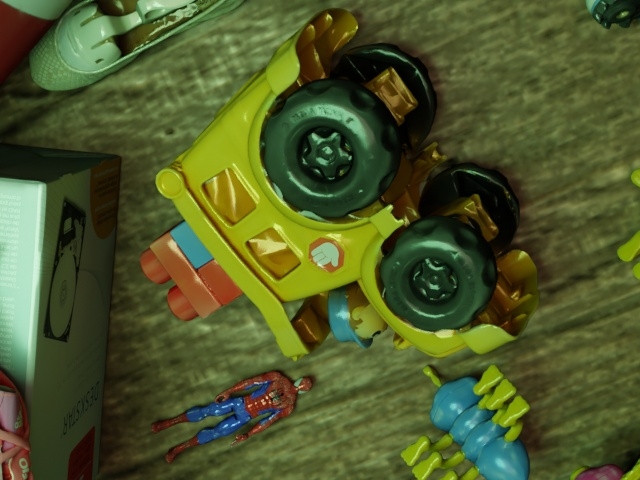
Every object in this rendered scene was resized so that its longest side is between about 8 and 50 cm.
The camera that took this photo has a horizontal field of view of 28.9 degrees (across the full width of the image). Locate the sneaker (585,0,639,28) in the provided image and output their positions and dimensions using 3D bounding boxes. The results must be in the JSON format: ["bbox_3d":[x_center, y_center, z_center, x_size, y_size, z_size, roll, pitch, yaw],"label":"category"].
[{"bbox_3d":[0.246,-0.227,0.752,0.237,0.085,0.086,-46,66,14],"label":"sneaker"}]

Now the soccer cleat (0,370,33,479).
[{"bbox_3d":[-0.185,0.131,0.663,0.095,0.083,0.248,-23,94,3],"label":"soccer cleat"}]

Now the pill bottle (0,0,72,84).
[{"bbox_3d":[-0.291,-0.152,0.734,0.229,0.229,0.407,43,100,-2],"label":"pill bottle"}]

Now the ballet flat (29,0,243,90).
[{"bbox_3d":[-0.124,-0.148,0.807,0.168,0.052,0.057,-26,96,9],"label":"ballet flat"}]

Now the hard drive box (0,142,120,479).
[{"bbox_3d":[-0.196,0.063,0.783,0.089,0.181,0.232,7,100,3],"label":"hard drive box"}]

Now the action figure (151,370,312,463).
[{"bbox_3d":[-0.058,0.119,0.855,0.115,0.030,0.038,-24,91,7],"label":"action figure"}]

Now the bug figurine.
[{"bbox_3d":[0.192,0.092,0.764,0.279,0.072,0.216,-44,52,13],"label":"bug figurine"}]

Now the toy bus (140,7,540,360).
[{"bbox_3d":[0.000,0.000,0.781,0.211,0.149,0.220,-36,96,23],"label":"toy bus"}]

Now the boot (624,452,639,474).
[{"bbox_3d":[0.275,0.195,0.811,0.165,0.077,0.213,30,100,-2],"label":"boot"}]
